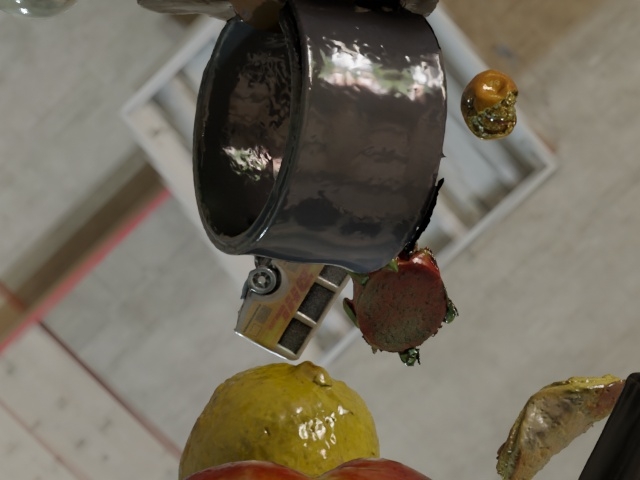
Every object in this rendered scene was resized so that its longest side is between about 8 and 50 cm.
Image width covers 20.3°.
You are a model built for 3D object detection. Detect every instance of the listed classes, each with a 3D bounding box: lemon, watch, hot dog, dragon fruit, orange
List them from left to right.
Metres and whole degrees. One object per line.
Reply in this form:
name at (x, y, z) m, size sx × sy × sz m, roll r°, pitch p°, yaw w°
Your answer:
lemon at (-0.059, 0.311, 2.390) m, size 0.322 × 0.268 × 0.268 m, roll -61°, pitch -176°, yaw 17°
watch at (0.001, -0.140, 1.736) m, size 0.335 × 0.314 × 0.326 m, roll -21°, pitch -114°, yaw 62°
dragon fruit at (0.091, 0.044, 2.080) m, size 0.142 × 0.138 × 0.175 m, roll -50°, pitch -138°, yaw 44°
orange at (0.199, -0.163, 2.156) m, size 0.062 × 0.086 × 0.086 m, roll 0°, pitch 180°, yaw -19°
hot dog at (0.243, 0.186, 1.885) m, size 0.169 × 0.078 × 0.061 m, roll -38°, pitch -135°, yaw -4°

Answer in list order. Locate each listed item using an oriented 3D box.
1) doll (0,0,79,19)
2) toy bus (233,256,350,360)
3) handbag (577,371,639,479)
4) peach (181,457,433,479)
doll at (-0.426, -0.350, 2.056) m, size 0.370 × 0.215 × 0.226 m, roll -14°, pitch -145°, yaw 0°
toy bus at (0.000, 0.000, 2.429) m, size 0.342 × 0.138 × 0.097 m, roll -57°, pitch -172°, yaw 21°
handbag at (0.350, 0.255, 1.760) m, size 0.247 × 0.223 × 0.080 m, roll -66°, pitch -151°, yaw 13°
peach at (-0.050, 0.371, 1.590) m, size 0.335 × 0.310 × 0.406 m, roll 67°, pitch 42°, yaw -79°
